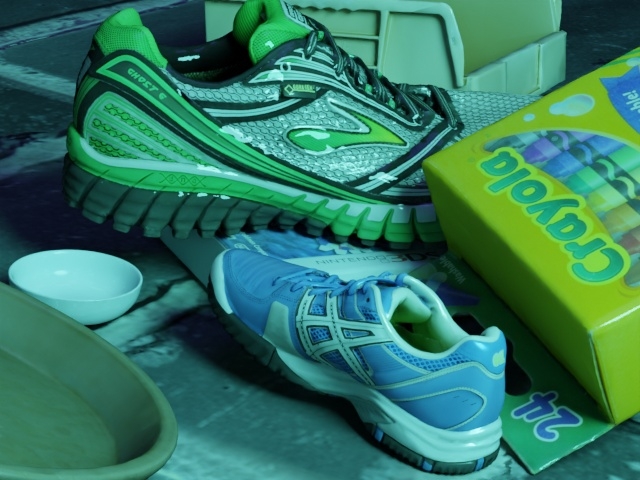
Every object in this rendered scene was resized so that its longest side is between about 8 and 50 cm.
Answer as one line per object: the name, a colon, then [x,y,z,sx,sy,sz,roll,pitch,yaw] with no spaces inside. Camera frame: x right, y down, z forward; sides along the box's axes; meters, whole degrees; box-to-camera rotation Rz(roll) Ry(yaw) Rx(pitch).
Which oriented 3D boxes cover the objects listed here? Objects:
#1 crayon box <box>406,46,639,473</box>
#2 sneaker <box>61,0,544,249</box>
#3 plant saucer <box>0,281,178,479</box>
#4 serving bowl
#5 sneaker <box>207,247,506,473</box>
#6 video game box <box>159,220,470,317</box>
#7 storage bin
crayon box: [0.206,-0.022,0.973,0.323,0.083,0.203,-29,39,-9]
sneaker: [0.007,-0.080,1.078,0.343,0.146,0.134,1,22,-16]
plant saucer: [-0.204,0.062,0.804,0.277,0.041,0.278,23,10,-4]
serving bowl: [-0.154,0.033,1.026,0.083,0.027,0.083,7,21,-2]
sneaker: [0.024,0.048,0.938,0.211,0.081,0.080,28,29,29]
video game box: [0.000,0.000,1.138,0.187,0.048,0.205,-2,22,-27]
storage bin: [0.063,-0.182,1.487,0.260,0.123,0.262,8,18,25]
